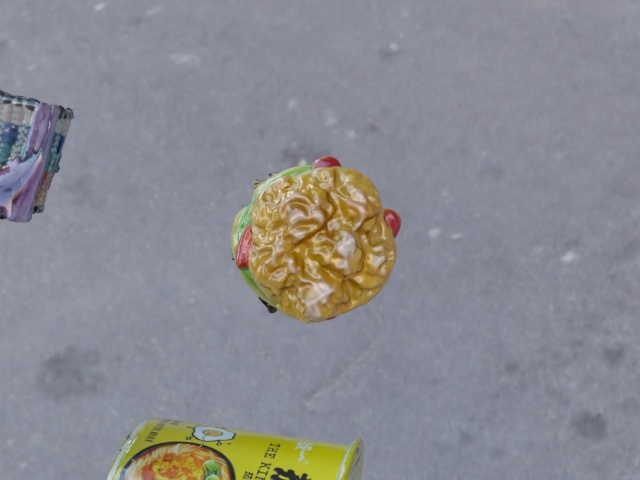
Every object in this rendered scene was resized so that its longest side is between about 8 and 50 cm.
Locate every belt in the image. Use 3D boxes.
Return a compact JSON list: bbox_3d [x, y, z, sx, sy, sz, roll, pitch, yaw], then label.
[{"bbox_3d":[-0.418,-0.101,1.313,0.295,0.207,0.161,15,93,11],"label":"belt"}]

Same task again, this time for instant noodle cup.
[{"bbox_3d":[-0.109,0.348,1.322,0.254,0.326,0.326,14,52,8],"label":"instant noodle cup"}]

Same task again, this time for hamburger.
[{"bbox_3d":[0.000,0.000,1.575,0.237,0.237,0.149,-32,10,-10],"label":"hamburger"}]
